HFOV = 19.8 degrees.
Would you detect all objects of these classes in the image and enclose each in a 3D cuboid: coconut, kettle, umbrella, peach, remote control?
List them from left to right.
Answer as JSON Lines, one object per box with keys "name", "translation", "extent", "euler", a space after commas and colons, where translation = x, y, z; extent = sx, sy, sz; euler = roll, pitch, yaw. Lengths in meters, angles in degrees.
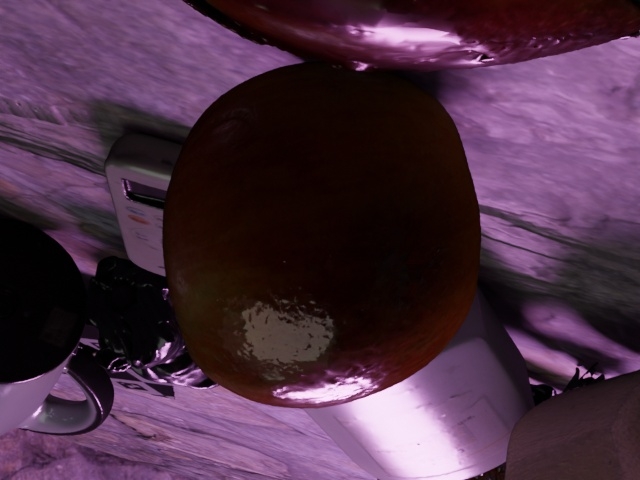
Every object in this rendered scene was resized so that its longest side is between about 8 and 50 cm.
{"name": "kettle", "translation": [-0.297, 0.112, 1.739], "extent": [0.221, 0.161, 0.236], "euler": [25, 149, -7]}
{"name": "umbrella", "translation": [-0.146, 0.085, 1.715], "extent": [0.110, 0.122, 0.272], "euler": [53, -178, 16]}
{"name": "remote control", "translation": [-0.111, -0.019, 1.398], "extent": [0.090, 0.038, 0.309], "euler": [16, 166, 1]}
{"name": "peach", "translation": [0.014, -0.112, 0.827], "extent": [0.279, 0.068, 0.189], "euler": [17, 168, -1]}
{"name": "coconut", "translation": [0.250, 0.220, 1.420], "extent": [0.237, 0.237, 0.266], "euler": [24, 147, -26]}

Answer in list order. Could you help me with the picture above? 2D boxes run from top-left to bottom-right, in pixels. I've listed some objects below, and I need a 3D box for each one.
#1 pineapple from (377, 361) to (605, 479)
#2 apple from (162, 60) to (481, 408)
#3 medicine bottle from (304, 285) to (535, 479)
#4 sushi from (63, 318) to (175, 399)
{"name": "pineapple", "translation": [0.154, 0.177, 1.569], "extent": [0.221, 0.083, 0.103], "euler": [-19, 117, 5]}
{"name": "apple", "translation": [0.000, 0.000, 1.011], "extent": [0.173, 0.195, 0.160], "euler": [-10, -166, -1]}
{"name": "medicine bottle", "translation": [0.060, 0.091, 1.410], "extent": [0.161, 0.111, 0.296], "euler": [-18, 150, 14]}
{"name": "sushi", "translation": [-0.288, 0.087, 1.976], "extent": [0.292, 0.059, 0.294], "euler": [13, 163, -3]}
